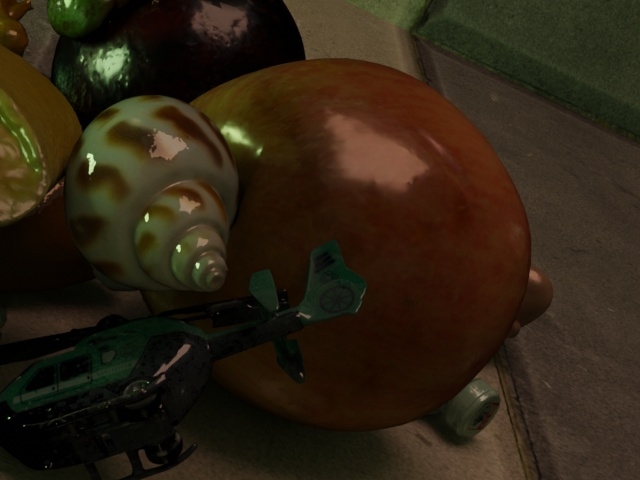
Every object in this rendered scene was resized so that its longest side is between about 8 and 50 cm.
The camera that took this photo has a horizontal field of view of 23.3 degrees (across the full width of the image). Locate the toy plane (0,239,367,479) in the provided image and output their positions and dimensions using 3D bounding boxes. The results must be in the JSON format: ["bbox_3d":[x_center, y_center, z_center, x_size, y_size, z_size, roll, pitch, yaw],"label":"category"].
[{"bbox_3d":[-0.138,0.105,1.328,0.155,0.381,0.106,-109,179,-48],"label":"toy plane"}]

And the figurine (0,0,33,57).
[{"bbox_3d":[-0.448,-0.314,2.131,0.121,0.122,0.176,-19,47,-17],"label":"figurine"}]

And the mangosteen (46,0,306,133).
[{"bbox_3d":[-0.174,-0.224,1.813,0.306,0.359,0.306,-11,26,6],"label":"mangosteen"}]

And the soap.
[{"bbox_3d":[-0.358,-0.138,1.408,0.306,0.115,0.427,21,13,-12],"label":"soap"}]

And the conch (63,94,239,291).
[{"bbox_3d":[-0.143,-0.034,1.362,0.148,0.183,0.275,-14,36,6],"label":"conch"}]

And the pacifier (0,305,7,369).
[{"bbox_3d":[-0.308,0.087,1.419,0.068,0.064,0.083,43,18,-11],"label":"pacifier"}]

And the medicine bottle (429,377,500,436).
[{"bbox_3d":[0.107,0.137,1.809,0.229,0.083,0.121,41,21,29],"label":"medicine bottle"}]

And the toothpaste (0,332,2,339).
[{"bbox_3d":[-0.341,0.075,1.481,0.083,0.015,0.024,27,20,15],"label":"toothpaste"}]

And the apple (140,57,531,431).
[{"bbox_3d":[0.000,0.000,1.577,0.346,0.391,0.391,7,29,-44],"label":"apple"}]

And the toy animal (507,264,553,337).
[{"bbox_3d":[0.208,0.062,2.028,0.171,0.171,0.197,34,25,17],"label":"toy animal"}]

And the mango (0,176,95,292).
[{"bbox_3d":[-0.294,-0.017,1.588,0.113,0.138,0.253,5,8,37],"label":"mango"}]
